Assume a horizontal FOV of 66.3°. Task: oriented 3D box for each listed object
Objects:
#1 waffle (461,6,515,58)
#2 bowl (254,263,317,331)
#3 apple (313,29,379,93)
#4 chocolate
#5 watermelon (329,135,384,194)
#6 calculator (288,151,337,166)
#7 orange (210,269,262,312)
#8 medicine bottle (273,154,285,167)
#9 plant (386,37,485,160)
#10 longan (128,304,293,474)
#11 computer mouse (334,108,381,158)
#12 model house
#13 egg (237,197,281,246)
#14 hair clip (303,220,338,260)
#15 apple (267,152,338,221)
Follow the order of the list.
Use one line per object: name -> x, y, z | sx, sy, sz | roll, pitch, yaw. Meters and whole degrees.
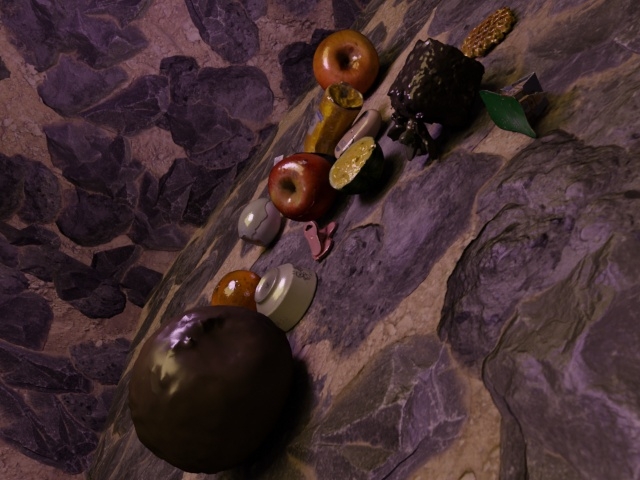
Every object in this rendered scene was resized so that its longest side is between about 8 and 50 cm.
waffle -> 0.508, -0.631, 1.500 | 0.191, 0.038, 0.191 | -43, 26, 28
bowl -> -0.129, 0.172, 1.598 | 0.238, 0.126, 0.237 | -43, 27, 29
apple -> 0.112, -0.772, 2.181 | 0.299, 0.299, 0.275 | -59, -2, -6
chocolate -> 0.021, -0.416, 1.983 | 0.445, 0.162, 0.162 | 121, 166, -47
watermelon -> 0.131, -0.234, 1.609 | 0.204, 0.127, 0.232 | -57, 24, -1
calculator -> -0.053, -0.295, 1.946 | 0.177, 0.268, 0.040 | -36, 62, 43
orange -> -0.316, 0.214, 1.856 | 0.240, 0.171, 0.240 | -43, 26, 26
medicine bottle -> -0.140, -0.240, 2.084 | 0.052, 0.201, 0.171 | -20, 32, 12
plant -> 0.295, -0.378, 1.370 | 0.312, 0.213, 0.215 | -61, 22, 15
longan -> -0.285, 0.370, 1.290 | 0.404, 0.404, 0.435 | -13, 46, 59
computer mouse -> 0.146, -0.387, 1.845 | 0.236, 0.082, 0.145 | -52, 21, 13
model house -> 0.454, -0.314, 1.113 | 0.088, 0.117, 0.167 | -37, 23, 3
egg -> -0.260, -0.088, 2.136 | 0.183, 0.183, 0.217 | -12, 57, 60
hair clip -> 0.009, 0.001, 1.673 | 0.123, 0.102, 0.138 | -41, 59, 36
apple -> -0.056, -0.194, 1.800 | 0.272, 0.251, 0.206 | -40, -15, 36
